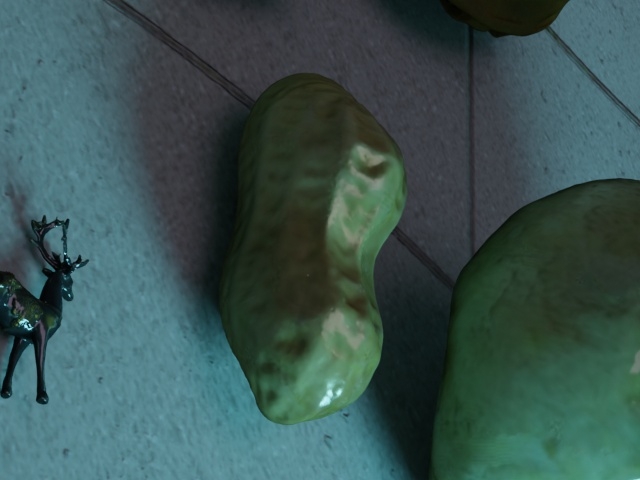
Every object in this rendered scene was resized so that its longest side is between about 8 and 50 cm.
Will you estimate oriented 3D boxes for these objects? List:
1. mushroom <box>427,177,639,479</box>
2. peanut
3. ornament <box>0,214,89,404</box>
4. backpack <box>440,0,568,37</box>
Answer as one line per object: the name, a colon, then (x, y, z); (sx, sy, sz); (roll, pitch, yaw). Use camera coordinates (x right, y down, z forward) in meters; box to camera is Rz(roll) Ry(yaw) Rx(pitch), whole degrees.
mushroom: (0.222, 0.129, 1.225); (0.352, 0.260, 0.352); (-3, 96, -32)
peanut: (0.000, 0.000, 1.128); (0.111, 0.125, 0.274); (43, 40, -46)
ornament: (-0.173, 0.030, 0.972); (0.073, 0.028, 0.125); (42, 44, -31)
backpack: (0.151, -0.367, 1.468); (0.353, 0.201, 0.378); (-6, 73, -49)
